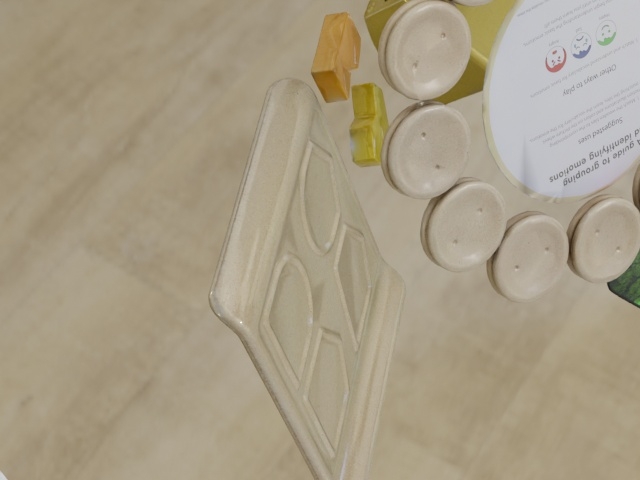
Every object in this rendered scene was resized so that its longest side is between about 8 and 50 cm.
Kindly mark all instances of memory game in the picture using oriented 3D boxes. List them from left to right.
[{"bbox_3d":[0.099,-0.064,0.657,0.186,0.186,0.012,-21,29,-26],"label":"memory game"}]

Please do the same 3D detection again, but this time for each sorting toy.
[{"bbox_3d":[0.000,0.000,1.219,0.041,0.229,0.307,-6,48,23],"label":"sorting toy"}]

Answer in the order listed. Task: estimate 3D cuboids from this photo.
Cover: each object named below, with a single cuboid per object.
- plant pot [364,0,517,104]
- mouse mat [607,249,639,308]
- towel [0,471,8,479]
[{"bbox_3d":[0.078,-0.148,1.122,0.083,0.081,0.081,33,64,-25],"label":"plant pot"},{"bbox_3d":[0.410,0.003,1.835,0.152,0.190,0.007,28,6,-13],"label":"mouse mat"},{"bbox_3d":[-0.374,0.267,1.542,0.237,0.037,0.329,-22,62,-44],"label":"towel"}]
